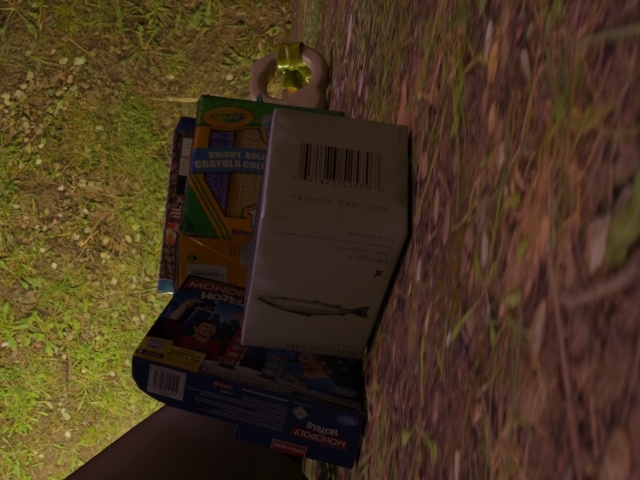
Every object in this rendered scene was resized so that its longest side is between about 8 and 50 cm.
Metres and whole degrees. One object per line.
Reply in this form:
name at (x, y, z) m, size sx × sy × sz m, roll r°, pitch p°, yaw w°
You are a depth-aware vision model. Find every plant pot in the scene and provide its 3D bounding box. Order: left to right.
plant pot at (-0.151, 0.313, 0.976) m, size 0.280 × 0.323 × 0.323 m, roll -52°, pitch -11°, yaw -29°

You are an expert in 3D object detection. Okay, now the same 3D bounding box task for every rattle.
rattle at (-0.026, -0.189, 1.574) m, size 0.142 × 0.130 × 0.199 m, roll 86°, pitch 160°, yaw -55°

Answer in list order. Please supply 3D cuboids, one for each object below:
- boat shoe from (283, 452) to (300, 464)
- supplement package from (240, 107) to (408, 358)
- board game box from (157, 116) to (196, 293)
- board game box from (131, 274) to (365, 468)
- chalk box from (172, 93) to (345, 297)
boat shoe at (-0.053, 0.204, 1.338) m, size 0.066 × 0.066 × 0.183 m, roll 105°, pitch 170°, yaw -66°
supplement package at (0.000, 0.000, 0.811) m, size 0.179 × 0.105 × 0.105 m, roll 103°, pitch 172°, yaw -54°
board game box at (-0.151, -0.051, 1.835) m, size 0.141 × 0.232 × 0.290 m, roll -97°, pitch 15°, yaw -72°
board game box at (-0.042, 0.097, 0.922) m, size 0.194 × 0.194 × 0.060 m, roll -62°, pitch -16°, yaw -63°
chalk box at (-0.069, -0.049, 1.250) m, size 0.180 × 0.179 × 0.288 m, roll 101°, pitch 174°, yaw -48°
